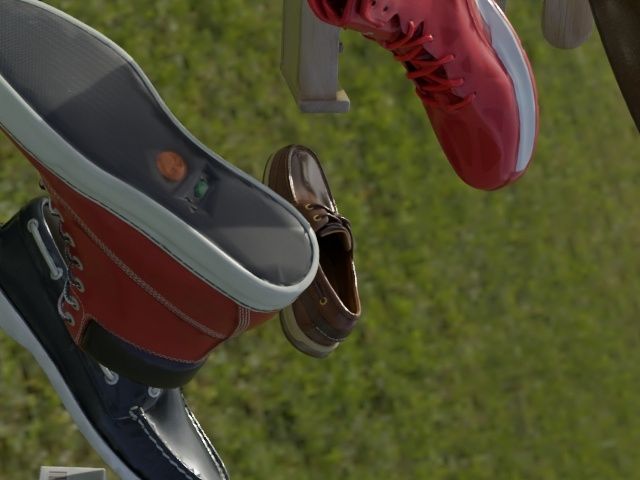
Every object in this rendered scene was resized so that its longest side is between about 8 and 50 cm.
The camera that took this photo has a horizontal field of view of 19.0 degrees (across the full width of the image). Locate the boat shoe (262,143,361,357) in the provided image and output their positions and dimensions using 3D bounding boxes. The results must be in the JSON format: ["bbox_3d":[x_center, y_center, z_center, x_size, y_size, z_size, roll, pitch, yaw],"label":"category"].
[{"bbox_3d":[0.000,0.000,1.455,0.064,0.060,0.178,16,52,-37],"label":"boat shoe"}]

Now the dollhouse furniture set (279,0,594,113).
[{"bbox_3d":[0.095,-0.202,1.606,0.212,0.242,0.161,-112,-157,-64],"label":"dollhouse furniture set"}]

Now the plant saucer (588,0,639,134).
[{"bbox_3d":[0.274,-0.087,1.374,0.310,0.050,0.310,-24,90,-89],"label":"plant saucer"}]

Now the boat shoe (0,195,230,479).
[{"bbox_3d":[-0.167,0.097,1.557,0.302,0.091,0.114,48,14,3],"label":"boat shoe"}]

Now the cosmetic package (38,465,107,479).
[{"bbox_3d":[-0.202,0.291,1.514,0.239,0.060,0.099,-97,-168,-58],"label":"cosmetic package"}]

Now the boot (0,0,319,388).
[{"bbox_3d":[-0.141,-0.017,1.091,0.244,0.176,0.088,42,46,-9],"label":"boot"}]

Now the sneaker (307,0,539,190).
[{"bbox_3d":[0.049,-0.116,1.127,0.128,0.087,0.221,-32,110,-41],"label":"sneaker"}]
